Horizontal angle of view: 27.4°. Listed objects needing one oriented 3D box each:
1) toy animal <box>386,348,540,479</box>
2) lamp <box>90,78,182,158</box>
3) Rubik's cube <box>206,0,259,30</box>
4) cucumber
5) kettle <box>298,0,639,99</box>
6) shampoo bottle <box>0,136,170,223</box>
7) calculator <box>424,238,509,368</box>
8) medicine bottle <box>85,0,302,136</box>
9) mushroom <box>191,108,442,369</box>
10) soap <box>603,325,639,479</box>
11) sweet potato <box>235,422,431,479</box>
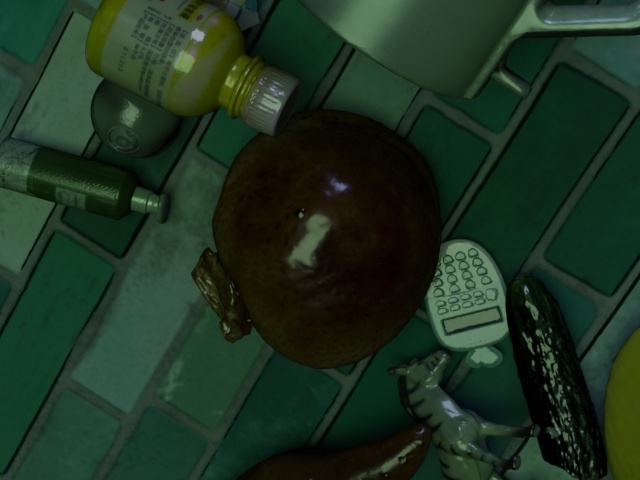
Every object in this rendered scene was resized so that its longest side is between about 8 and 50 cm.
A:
[{"bbox_3d":[0.162,0.238,1.486,0.176,0.073,0.217,16,127,38],"label":"toy animal"},{"bbox_3d":[-0.204,-0.142,1.457,0.105,0.105,0.105,2,103,10],"label":"lamp"},{"bbox_3d":[-0.107,-0.259,1.428,0.084,0.073,0.075,15,106,9],"label":"Rubik's cube"},{"bbox_3d":[0.258,0.151,1.457,0.074,0.074,0.242,-15,98,14],"label":"cucumber"},{"bbox_3d":[0.192,-0.325,1.239,0.361,0.250,0.377,39,113,7],"label":"kettle"},{"bbox_3d":[-0.272,-0.064,1.513,0.204,0.065,0.065,15,105,7],"label":"shampoo bottle"},{"bbox_3d":[0.167,0.072,1.481,0.095,0.021,0.153,-16,99,14],"label":"calculator"},{"bbox_3d":[-0.126,-0.185,1.363,0.212,0.122,0.122,27,106,6],"label":"medicine bottle"},{"bbox_3d":[-0.006,0.007,1.410,0.283,0.195,0.263,-36,100,16],"label":"mushroom"},{"bbox_3d":[0.520,0.197,1.396,0.427,0.115,0.306,-2,106,11],"label":"soap"},{"bbox_3d":[-0.022,0.295,1.525,0.359,0.112,0.112,-19,99,17],"label":"sweet potato"}]
